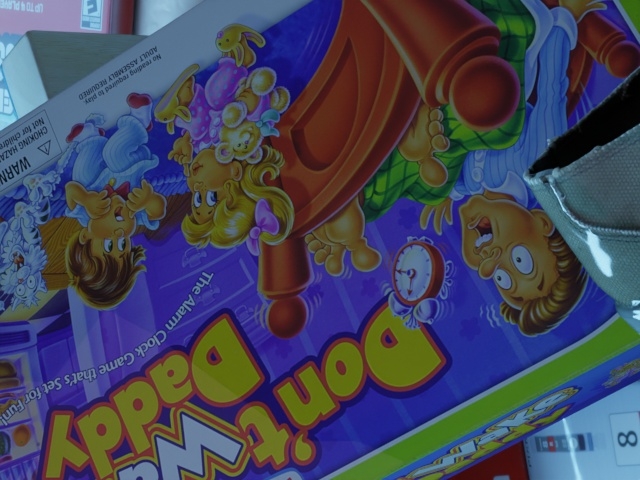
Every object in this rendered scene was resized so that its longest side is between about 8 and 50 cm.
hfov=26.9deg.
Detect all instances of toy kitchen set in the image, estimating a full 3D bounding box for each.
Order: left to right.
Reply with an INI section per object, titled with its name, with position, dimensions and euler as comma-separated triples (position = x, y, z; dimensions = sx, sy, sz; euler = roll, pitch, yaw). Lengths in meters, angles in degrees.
[toy kitchen set]
position = -0.138, 0.003, 0.824
dimensions = 0.166, 0.122, 0.207
euler = -36, 68, 42

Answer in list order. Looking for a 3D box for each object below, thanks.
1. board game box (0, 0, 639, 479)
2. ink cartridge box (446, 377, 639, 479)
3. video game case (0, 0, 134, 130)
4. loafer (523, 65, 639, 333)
[board game box]
position = 0.000, 0.000, 0.600
dimensions = 0.347, 0.078, 0.233
euler = -30, 69, 12
[ink cartridge box]
position = 0.113, 0.141, 0.632
dimensions = 0.179, 0.045, 0.145
euler = -14, 83, 43
[video game case]
position = -0.208, -0.064, 0.963
dimensions = 0.204, 0.025, 0.285
euler = 15, 104, 44
[loafer]
position = 0.156, -0.079, 0.426
dimensions = 0.087, 0.094, 0.251
euler = 34, 109, -3
